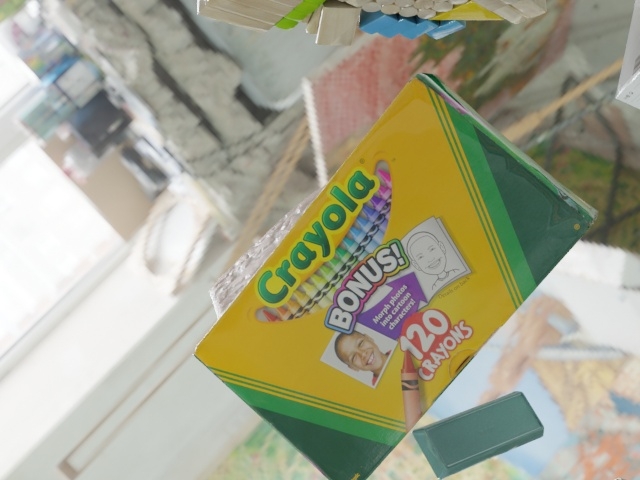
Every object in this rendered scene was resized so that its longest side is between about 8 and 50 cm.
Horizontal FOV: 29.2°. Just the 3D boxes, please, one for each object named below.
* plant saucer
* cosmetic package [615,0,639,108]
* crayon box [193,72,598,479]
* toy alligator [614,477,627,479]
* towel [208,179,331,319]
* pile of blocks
[{"bbox_3d":[0.196,0.230,1.485,0.067,0.192,0.018,60,138,20],"label":"plant saucer"},{"bbox_3d":[0.362,-0.225,1.204,0.099,0.239,0.060,22,151,-6],"label":"cosmetic package"},{"bbox_3d":[0.055,0.033,0.926,0.165,0.278,0.081,41,-164,9],"label":"crayon box"},{"bbox_3d":[0.299,0.350,1.537,0.051,0.190,0.056,42,-171,-19],"label":"toy alligator"},{"bbox_3d":[0.000,0.000,1.530,0.053,0.332,0.317,49,-179,-14],"label":"towel"},{"bbox_3d":[0.053,-0.288,1.297,0.362,0.113,0.149,2,161,-8],"label":"pile of blocks"}]
